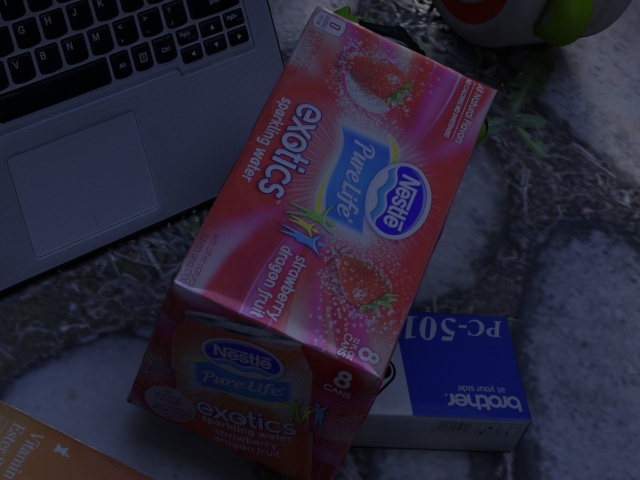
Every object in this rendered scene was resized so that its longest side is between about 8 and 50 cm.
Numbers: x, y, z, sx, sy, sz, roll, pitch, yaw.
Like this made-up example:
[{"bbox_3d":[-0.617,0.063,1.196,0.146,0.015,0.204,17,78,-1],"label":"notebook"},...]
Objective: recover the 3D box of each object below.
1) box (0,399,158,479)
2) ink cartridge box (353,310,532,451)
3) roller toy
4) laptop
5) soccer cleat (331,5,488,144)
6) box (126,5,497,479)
[{"bbox_3d":[-0.164,0.193,1.125,0.170,0.091,0.130,26,48,3],"label":"box"},{"bbox_3d":[0.044,0.099,1.387,0.207,0.046,0.097,4,50,-18],"label":"ink cartridge box"},{"bbox_3d":[0.189,-0.272,1.670,0.146,0.191,0.209,-9,94,-29],"label":"roller toy"},{"bbox_3d":[-0.133,-0.184,1.294,0.382,0.407,0.236,-25,18,-36],"label":"laptop"},{"bbox_3d":[0.072,-0.144,1.607,0.179,0.060,0.072,33,45,13],"label":"soccer cleat"},{"bbox_3d":[0.000,0.000,1.325,0.154,0.142,0.300,26,48,0],"label":"box"}]
